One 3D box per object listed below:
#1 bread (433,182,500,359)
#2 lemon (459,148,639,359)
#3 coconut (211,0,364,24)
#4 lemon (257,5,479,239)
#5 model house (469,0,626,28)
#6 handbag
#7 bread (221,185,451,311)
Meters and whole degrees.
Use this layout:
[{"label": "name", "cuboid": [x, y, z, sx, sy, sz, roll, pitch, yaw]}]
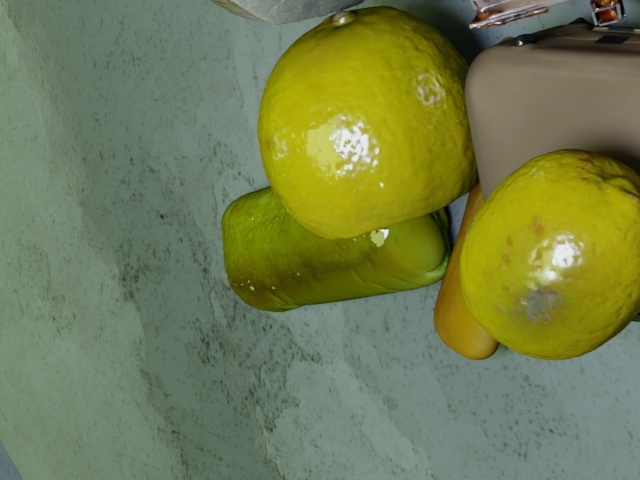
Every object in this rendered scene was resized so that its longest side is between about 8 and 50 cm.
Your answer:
[{"label": "bread", "cuboid": [0.180, 0.020, 1.568, 0.093, 0.073, 0.239, -110, 26, -51]}, {"label": "lemon", "cuboid": [0.210, 0.012, 1.236, 0.170, 0.170, 0.207, 53, 133, 19]}, {"label": "coconut", "cuboid": [-0.051, -0.372, 1.491, 0.309, 0.297, 0.298, 29, 127, 45]}, {"label": "lemon", "cuboid": [0.047, -0.130, 1.485, 0.240, 0.240, 0.219, -3, 109, 51]}, {"label": "model house", "cuboid": [0.209, -0.298, 1.307, 0.154, 0.293, 0.207, 56, -155, -54]}, {"label": "handbag", "cuboid": [0.289, -0.061, 1.353, 0.301, 0.149, 0.283, 11, 113, 45]}, {"label": "bread", "cuboid": [0.000, 0.000, 1.750, 0.383, 0.112, 0.166, -13, 97, 52]}]
